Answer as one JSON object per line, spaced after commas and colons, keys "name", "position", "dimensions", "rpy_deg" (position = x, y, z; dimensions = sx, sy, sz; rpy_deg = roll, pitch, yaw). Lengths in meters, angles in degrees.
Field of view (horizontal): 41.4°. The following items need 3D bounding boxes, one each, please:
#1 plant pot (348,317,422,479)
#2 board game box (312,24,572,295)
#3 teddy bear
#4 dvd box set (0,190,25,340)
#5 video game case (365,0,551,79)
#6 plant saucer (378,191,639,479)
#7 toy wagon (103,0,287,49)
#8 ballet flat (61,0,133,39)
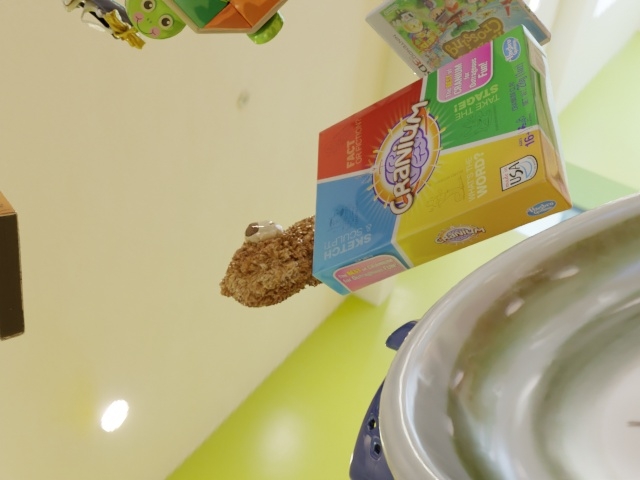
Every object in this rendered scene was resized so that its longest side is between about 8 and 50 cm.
{"name": "plant pot", "position": [0.200, 0.205, 0.967], "dimensions": [0.236, 0.236, 0.212], "rpy_deg": [2, -81, -35]}
{"name": "board game box", "position": [0.134, -0.092, 1.038], "dimensions": [0.064, 0.317, 0.242], "rpy_deg": [36, -138, -39]}
{"name": "teddy bear", "position": [0.000, 0.000, 1.302], "dimensions": [0.338, 0.245, 0.113], "rpy_deg": [-11, -70, -22]}
{"name": "dvd box set", "position": [-0.747, -0.022, 1.836], "dimensions": [0.062, 0.420, 0.307], "rpy_deg": [-15, -53, -34]}
{"name": "video game case", "position": [0.204, -0.322, 1.278], "dimensions": [0.212, 0.193, 0.023], "rpy_deg": [-27, 30, 43]}
{"name": "plant saucer", "position": [0.232, 0.071, 0.420], "dimensions": [0.400, 0.401, 0.100], "rpy_deg": [-38, -65, -46]}
{"name": "toy wagon", "position": [-0.129, -0.367, 1.081], "dimensions": [0.344, 0.068, 0.267], "rpy_deg": [-42, -51, 7]}
{"name": "ballet flat", "position": [-0.435, -0.443, 1.574], "dimensions": [0.074, 0.203, 0.074], "rpy_deg": [-53, -1, -1]}
